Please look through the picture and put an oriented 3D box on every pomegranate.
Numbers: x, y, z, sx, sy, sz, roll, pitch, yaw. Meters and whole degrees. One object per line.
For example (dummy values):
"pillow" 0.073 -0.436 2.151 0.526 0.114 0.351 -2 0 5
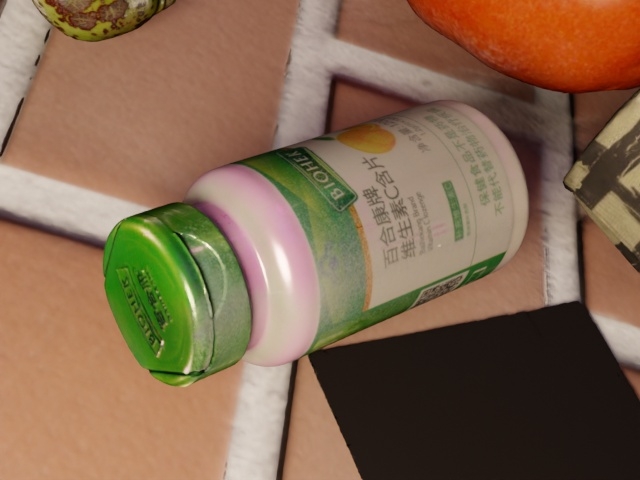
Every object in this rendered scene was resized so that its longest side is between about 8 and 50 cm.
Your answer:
"pomegranate" -0.174 -0.215 0.912 0.125 0.163 0.138 52 56 -32

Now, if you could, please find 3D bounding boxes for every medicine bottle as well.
"medicine bottle" 0.000 0.000 0.787 0.274 0.133 0.133 -21 64 -34

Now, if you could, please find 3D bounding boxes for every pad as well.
"pad" 0.124 0.125 0.827 0.243 0.004 0.163 -8 57 -28

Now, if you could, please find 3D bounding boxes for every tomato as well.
"tomato" 0.230 -0.286 1.016 0.341 0.273 0.341 6 44 -6

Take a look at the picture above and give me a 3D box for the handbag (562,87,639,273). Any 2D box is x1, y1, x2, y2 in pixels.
"handbag" 0.407 -0.016 0.970 0.325 0.162 0.327 48 42 13
